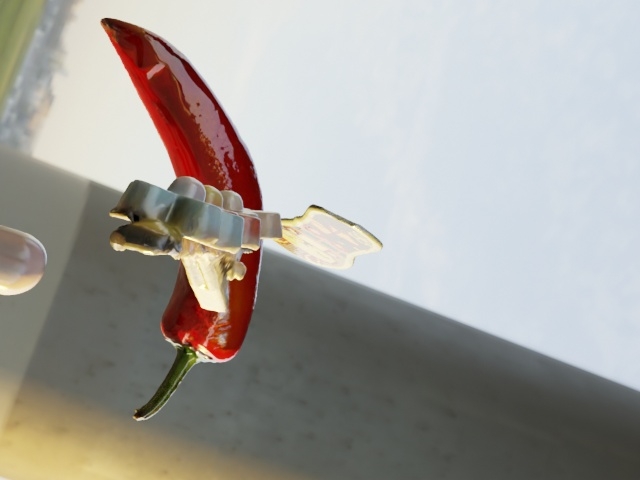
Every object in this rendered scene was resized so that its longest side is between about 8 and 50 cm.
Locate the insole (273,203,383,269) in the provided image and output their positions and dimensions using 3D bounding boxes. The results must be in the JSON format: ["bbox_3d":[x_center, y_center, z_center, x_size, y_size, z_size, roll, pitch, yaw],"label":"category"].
[{"bbox_3d":[0.000,0.000,0.861,0.004,0.065,0.197,-60,-170,-11],"label":"insole"}]

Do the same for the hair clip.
[{"bbox_3d":[-0.055,-0.004,0.608,0.214,0.062,0.056,69,34,-80],"label":"hair clip"}]

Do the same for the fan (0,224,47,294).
[{"bbox_3d":[-0.317,-0.015,0.932,0.130,0.244,0.074,-173,-80,-75],"label":"fan"}]

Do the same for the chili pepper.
[{"bbox_3d":[-0.121,-0.022,1.198,0.092,0.137,0.368,-148,-127,-81],"label":"chili pepper"}]
